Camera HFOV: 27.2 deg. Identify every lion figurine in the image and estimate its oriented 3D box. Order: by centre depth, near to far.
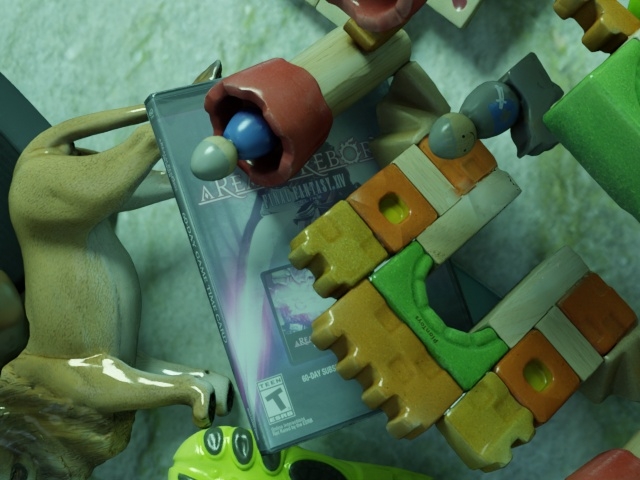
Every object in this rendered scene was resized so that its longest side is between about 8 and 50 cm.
[{"bbox_3d":[-0.196,0.041,1.090,0.240,0.142,0.392,5,97,8],"label":"lion figurine"}]

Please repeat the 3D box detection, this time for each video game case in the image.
[{"bbox_3d":[0.000,0.000,0.995,0.026,0.196,0.274,-27,80,64],"label":"video game case"}]

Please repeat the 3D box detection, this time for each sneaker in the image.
[{"bbox_3d":[0.020,0.230,1.079,0.295,0.123,0.109,23,72,2],"label":"sneaker"}]

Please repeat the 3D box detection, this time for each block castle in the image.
[{"bbox_3d":[0.134,-0.001,0.850,0.453,0.213,0.303,48,149,4],"label":"block castle"}]

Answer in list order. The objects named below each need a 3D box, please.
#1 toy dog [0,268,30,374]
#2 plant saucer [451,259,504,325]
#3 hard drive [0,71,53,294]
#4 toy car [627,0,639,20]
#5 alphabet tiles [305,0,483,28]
[{"bbox_3d":[-0.406,0.037,1.017,0.408,0.284,0.395,33,116,29],"label":"toy dog"},{"bbox_3d":[0.066,0.025,1.065,0.192,0.018,0.067,36,109,12],"label":"plant saucer"},{"bbox_3d":[-0.321,-0.068,1.149,0.172,0.054,0.254,-38,101,22],"label":"hard drive"},{"bbox_3d":[0.292,-0.104,0.919,0.155,0.149,0.188,23,135,21],"label":"toy car"},{"bbox_3d":[0.024,-0.328,1.002,0.342,0.011,0.285,41,117,17],"label":"alphabet tiles"}]
